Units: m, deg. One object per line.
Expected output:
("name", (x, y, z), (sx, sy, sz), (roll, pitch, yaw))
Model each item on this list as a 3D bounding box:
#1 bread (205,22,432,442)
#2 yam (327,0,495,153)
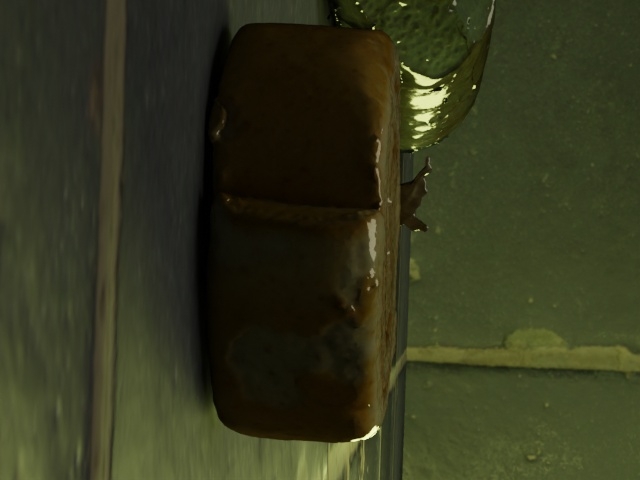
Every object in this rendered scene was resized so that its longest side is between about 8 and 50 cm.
("bread", (0.000, 0.000, 0.675), (0.122, 0.073, 0.149), (-74, 165, -64))
("yam", (0.055, -0.142, 1.148), (0.259, 0.106, 0.106), (80, 12, -74))
